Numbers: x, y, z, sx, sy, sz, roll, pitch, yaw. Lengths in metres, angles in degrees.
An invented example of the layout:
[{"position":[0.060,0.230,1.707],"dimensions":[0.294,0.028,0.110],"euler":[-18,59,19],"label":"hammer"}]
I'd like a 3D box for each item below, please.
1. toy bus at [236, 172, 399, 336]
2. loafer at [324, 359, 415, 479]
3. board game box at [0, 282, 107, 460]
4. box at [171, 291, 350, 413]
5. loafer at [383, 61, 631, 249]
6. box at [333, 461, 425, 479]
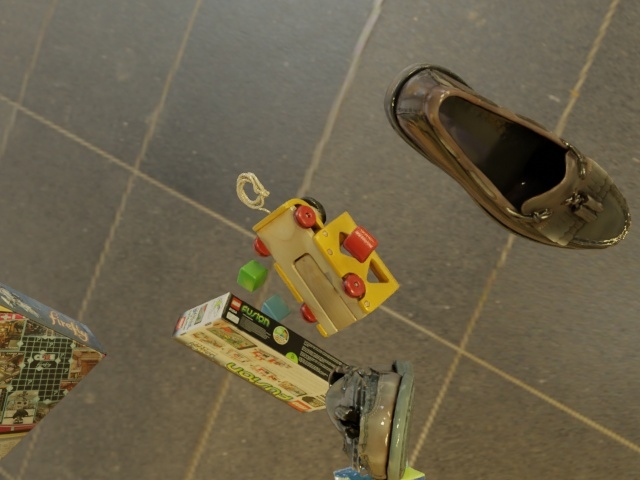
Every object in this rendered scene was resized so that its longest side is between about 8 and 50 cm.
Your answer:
[{"position":[0.004,0.012,1.283],"dimensions":[0.191,0.104,0.202],"euler":[20,125,28],"label":"toy bus"},{"position":[0.037,0.152,0.924],"dimensions":[0.084,0.267,0.096],"euler":[8,90,5],"label":"loafer"},{"position":[-0.310,0.104,0.871],"dimensions":[0.165,0.243,0.042],"euler":[-44,57,2],"label":"board game box"},{"position":[-0.062,0.138,1.254],"dimensions":[0.114,0.207,0.036],"euler":[-23,40,49],"label":"box"},{"position":[0.196,-0.067,1.035],"dimensions":[0.109,0.303,0.095],"euler":[-58,22,4],"label":"loafer"},{"position":[0.079,0.354,1.269],"dimensions":[0.042,0.109,0.178],"euler":[6,105,62],"label":"box"}]
